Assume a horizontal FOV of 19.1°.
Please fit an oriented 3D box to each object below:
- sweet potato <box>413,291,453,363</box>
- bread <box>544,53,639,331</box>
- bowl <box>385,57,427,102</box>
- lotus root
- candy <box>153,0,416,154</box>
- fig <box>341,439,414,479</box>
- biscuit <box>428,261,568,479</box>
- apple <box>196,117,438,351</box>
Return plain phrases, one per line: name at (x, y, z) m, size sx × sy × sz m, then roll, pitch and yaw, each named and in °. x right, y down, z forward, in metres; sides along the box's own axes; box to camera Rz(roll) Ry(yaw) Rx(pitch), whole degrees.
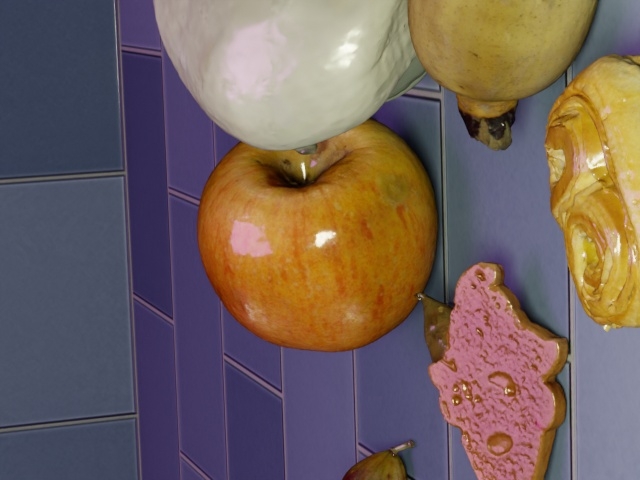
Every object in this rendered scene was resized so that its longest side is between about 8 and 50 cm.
sweet potato at (0.176, 0.171, 2.098) m, size 0.269 × 0.074 × 0.075 m, roll 70°, pitch 158°, yaw 13°
bread at (0.276, -0.045, 1.665) m, size 0.198 × 0.120 × 0.236 m, roll 120°, pitch 140°, yaw -62°
bowl at (0.040, -0.257, 2.173) m, size 0.157 × 0.337 × 0.337 m, roll 46°, pitch -163°, yaw -47°
lotus root at (0.173, -0.219, 1.841) m, size 0.183 × 0.182 × 0.310 m, roll -114°, pitch 23°, yaw -44°
candy at (-0.025, -0.307, 2.024) m, size 0.427 × 0.386 × 0.186 m, roll 41°, pitch 176°, yaw 47°
fig at (0.079, 0.298, 2.422) m, size 0.125 × 0.089 × 0.089 m, roll -66°, pitch 27°, yaw 15°
biscuit at (0.193, 0.160, 2.011) m, size 0.183 × 0.043 × 0.280 m, roll -7°, pitch 95°, yaw 46°
apple at (0.000, 0.000, 2.258) m, size 0.299 × 0.299 × 0.275 m, roll -124°, pitch 20°, yaw -56°
